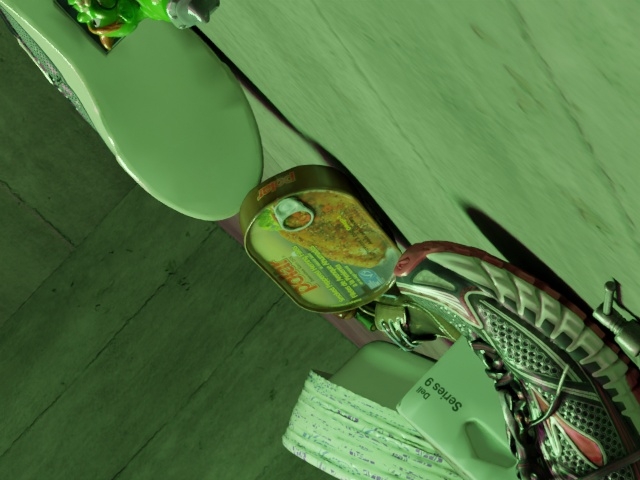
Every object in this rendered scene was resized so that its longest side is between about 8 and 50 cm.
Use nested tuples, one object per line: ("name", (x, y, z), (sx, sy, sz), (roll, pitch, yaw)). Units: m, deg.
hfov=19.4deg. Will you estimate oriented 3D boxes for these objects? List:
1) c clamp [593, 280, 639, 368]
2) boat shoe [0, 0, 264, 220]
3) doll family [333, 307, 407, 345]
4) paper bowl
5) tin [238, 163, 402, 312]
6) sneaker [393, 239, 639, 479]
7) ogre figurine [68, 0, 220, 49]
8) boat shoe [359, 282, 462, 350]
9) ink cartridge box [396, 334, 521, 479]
("c clamp", (0.218, 0.093, 1.091), (0.161, 0.022, 0.137), (43, 176, 11))
("boat shoe", (-0.177, -0.170, 1.598), (0.340, 0.127, 0.158), (53, 180, -18))
("doll family", (0.025, 0.043, 2.002), (0.111, 0.076, 0.193), (23, -178, -31))
("paper bowl", (0.114, 0.202, 1.965), (0.284, 0.148, 0.284), (22, 180, 0))
("tin", (0.000, 0.000, 1.616), (0.189, 0.106, 0.040), (49, -166, -51))
("sneaker", (0.159, 0.114, 1.245), (0.299, 0.112, 0.121), (44, 176, -11))
("ogre figurine", (-0.097, -0.169, 0.977), (0.197, 0.097, 0.118), (1, 122, 61))
("boat shoe", (0.089, 0.071, 1.765), (0.066, 0.066, 0.183), (44, 176, -21))
("ink cartridge box", (0.221, 0.214, 1.586), (0.211, 0.121, 0.289), (39, 174, 42))
